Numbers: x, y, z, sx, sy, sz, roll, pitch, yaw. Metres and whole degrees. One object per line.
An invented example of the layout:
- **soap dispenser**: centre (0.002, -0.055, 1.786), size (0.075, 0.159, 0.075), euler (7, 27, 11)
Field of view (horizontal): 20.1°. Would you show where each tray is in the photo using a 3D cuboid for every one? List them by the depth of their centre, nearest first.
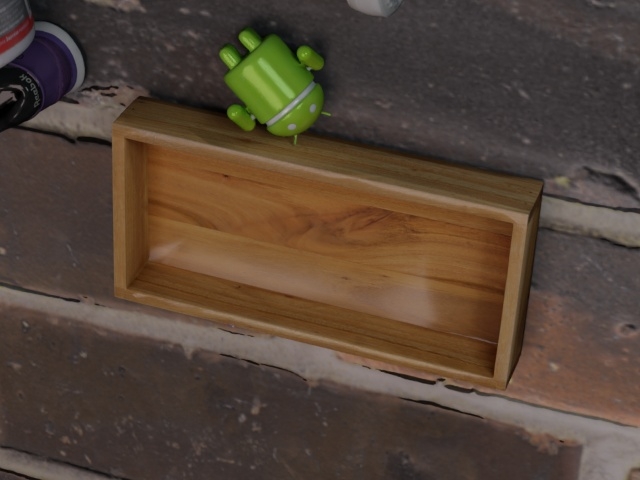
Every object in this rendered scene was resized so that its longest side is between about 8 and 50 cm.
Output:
- **tray**: centre (0.000, 0.000, 1.755), size (0.411, 0.076, 0.203), euler (12, 124, 14)

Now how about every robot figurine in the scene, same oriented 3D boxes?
- **robot figurine**: centre (-0.044, -0.146, 1.690), size (0.101, 0.067, 0.115), euler (-40, 100, 7)

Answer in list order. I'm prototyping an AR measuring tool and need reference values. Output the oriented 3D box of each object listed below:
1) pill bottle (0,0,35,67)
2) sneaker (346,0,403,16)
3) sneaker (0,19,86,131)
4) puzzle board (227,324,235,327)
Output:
- **pill bottle**: centre (-0.378, -0.298, 1.679), size (0.161, 0.161, 0.283), euler (2, 123, 24)
- **sneaker**: centre (0.002, -0.367, 1.499), size (0.150, 0.135, 0.366), euler (7, 115, 29)
- **sneaker**: centre (-0.379, -0.138, 1.812), size (0.283, 0.124, 0.107), euler (-17, 112, 32)
- **puzzle board**: centre (-0.119, 0.025, 1.873), size (0.096, 0.011, 0.128), euler (24, 128, 9)
